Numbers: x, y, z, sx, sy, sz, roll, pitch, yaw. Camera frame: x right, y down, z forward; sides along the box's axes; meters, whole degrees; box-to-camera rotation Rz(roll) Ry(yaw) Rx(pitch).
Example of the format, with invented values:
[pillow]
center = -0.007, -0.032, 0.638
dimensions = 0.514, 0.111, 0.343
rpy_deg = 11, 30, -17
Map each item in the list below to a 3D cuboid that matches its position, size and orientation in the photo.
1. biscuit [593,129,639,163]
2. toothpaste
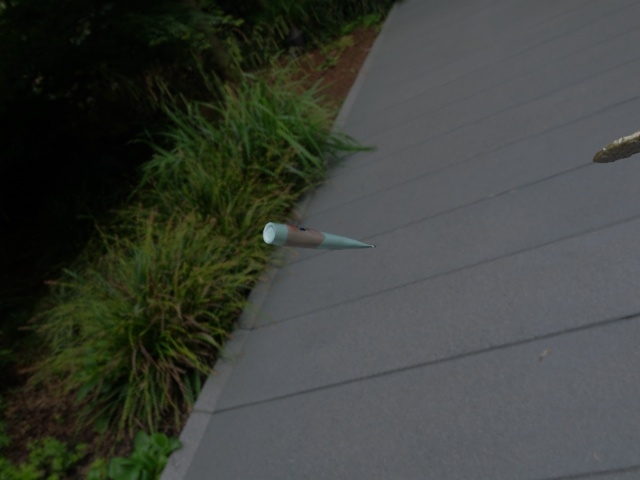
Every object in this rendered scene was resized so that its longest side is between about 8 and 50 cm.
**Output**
[biscuit]
center = 0.361, -0.113, 0.666
dimensions = 0.120, 0.015, 0.120
rpy_deg = -19, -10, -3
[toothpaste]
center = 0.000, 0.000, 0.999
dimensions = 0.205, 0.036, 0.056
rpy_deg = 8, -4, -39
